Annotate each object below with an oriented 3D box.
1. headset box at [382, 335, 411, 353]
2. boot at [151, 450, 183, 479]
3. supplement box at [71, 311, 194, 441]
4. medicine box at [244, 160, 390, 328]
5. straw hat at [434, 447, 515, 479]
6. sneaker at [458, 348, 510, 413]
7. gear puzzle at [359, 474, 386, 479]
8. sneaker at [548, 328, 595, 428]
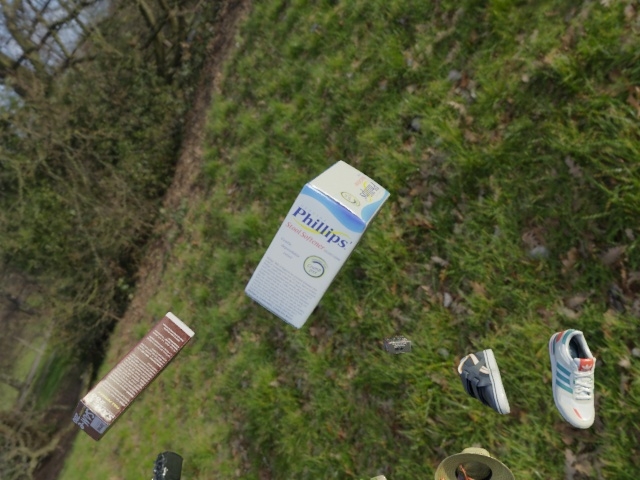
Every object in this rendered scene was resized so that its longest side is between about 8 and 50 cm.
[{"bbox_3d":[0.211,0.289,1.570,0.083,0.062,0.032,-166,72,-85],"label":"headset box"},{"bbox_3d":[-0.319,0.531,1.268,0.045,0.121,0.099,-43,37,26],"label":"boot"},{"bbox_3d":[-0.362,0.262,1.107,0.239,0.073,0.130,-51,2,-43],"label":"supplement box"},{"bbox_3d":[0.000,0.000,1.246,0.289,0.149,0.263,-59,-5,24],"label":"medicine box"},{"bbox_3d":[0.277,0.411,1.030,0.144,0.144,0.061,-38,13,30],"label":"straw hat"},{"bbox_3d":[0.517,0.460,1.812,0.128,0.126,0.321,-17,9,12],"label":"sneaker"},{"bbox_3d":[0.072,0.520,1.001,0.339,0.044,0.175,-22,69,11],"label":"gear puzzle"},{"bbox_3d":[0.418,0.223,0.929,0.075,0.057,0.161,94,175,-69],"label":"sneaker"}]
